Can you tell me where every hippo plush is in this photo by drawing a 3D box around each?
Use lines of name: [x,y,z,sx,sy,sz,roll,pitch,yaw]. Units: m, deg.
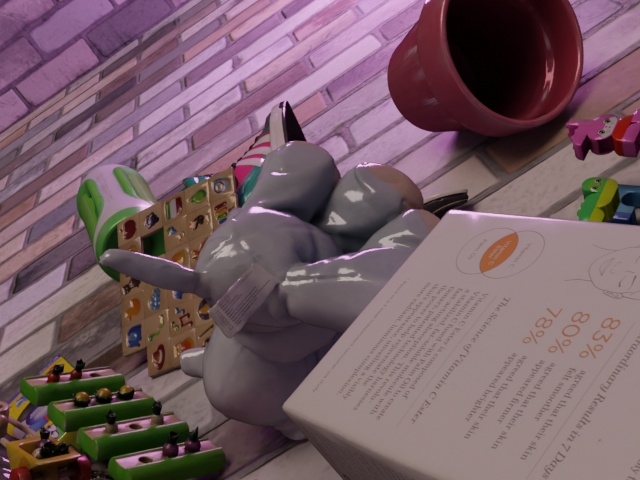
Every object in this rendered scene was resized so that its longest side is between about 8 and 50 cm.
hippo plush: [-0.012,0.080,0.846,0.234,0.236,0.294,26,40,21]

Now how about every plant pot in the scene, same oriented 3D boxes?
plant pot: [0.178,-0.212,1.105,0.201,0.201,0.180,-49,15,-23]

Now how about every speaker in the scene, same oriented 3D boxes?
speaker: [-0.303,-0.031,1.433,0.131,0.131,0.296,-39,27,-4]

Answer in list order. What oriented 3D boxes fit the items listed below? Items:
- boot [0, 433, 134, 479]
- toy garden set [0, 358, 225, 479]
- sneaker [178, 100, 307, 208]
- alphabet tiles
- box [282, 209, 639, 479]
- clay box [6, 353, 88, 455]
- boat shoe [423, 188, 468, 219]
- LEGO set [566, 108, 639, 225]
boot: [-0.303,0.238,0.968,0.223,0.118,0.338,-4,24,-14]
toy garden set: [-0.245,0.176,0.933,0.204,0.049,0.244,-2,17,-42]
sneaker: [-0.106,-0.081,1.298,0.178,0.123,0.295,-19,32,13]
alphabet tiles: [-0.177,0.045,1.169,0.198,0.009,0.237,-23,60,25]
box: [0.176,0.119,0.587,0.215,0.168,0.345,-47,28,-21]
clay box: [-0.320,0.226,1.127,0.127,0.053,0.222,-46,27,-16]
boat shoe: [0.110,-0.022,1.032,0.125,0.038,0.046,-22,-12,16]
LEGO set: [0.220,-0.016,0.832,0.093,0.087,0.227,8,49,35]
